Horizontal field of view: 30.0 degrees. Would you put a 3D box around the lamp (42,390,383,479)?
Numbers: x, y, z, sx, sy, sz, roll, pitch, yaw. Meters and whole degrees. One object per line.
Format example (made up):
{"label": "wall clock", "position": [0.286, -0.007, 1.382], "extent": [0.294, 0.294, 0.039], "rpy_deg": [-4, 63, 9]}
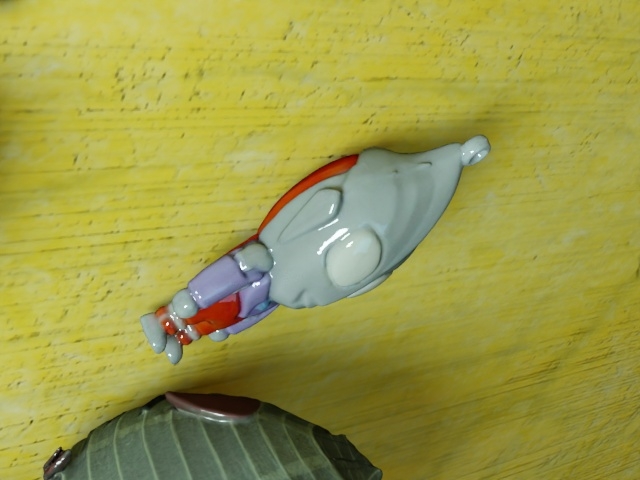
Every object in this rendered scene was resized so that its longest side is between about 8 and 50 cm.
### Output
{"label": "lamp", "position": [-0.063, 0.198, 0.701], "extent": [0.233, 0.233, 0.265], "rpy_deg": [-43, 160, -1]}

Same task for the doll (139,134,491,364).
{"label": "doll", "position": [0.000, 0.000, 0.696], "extent": [0.228, 0.075, 0.102], "rpy_deg": [-29, 163, -2]}
